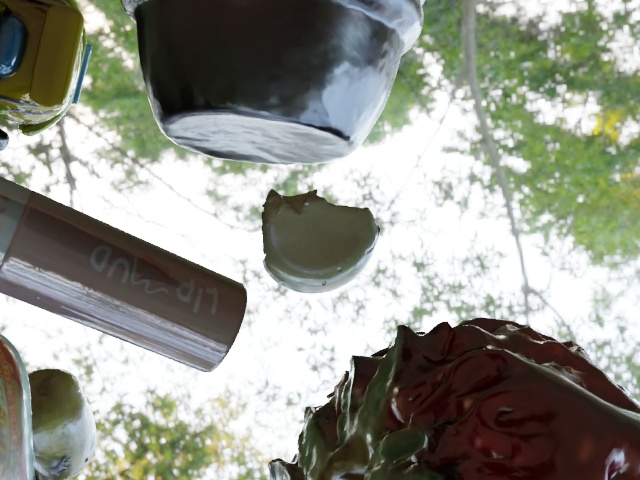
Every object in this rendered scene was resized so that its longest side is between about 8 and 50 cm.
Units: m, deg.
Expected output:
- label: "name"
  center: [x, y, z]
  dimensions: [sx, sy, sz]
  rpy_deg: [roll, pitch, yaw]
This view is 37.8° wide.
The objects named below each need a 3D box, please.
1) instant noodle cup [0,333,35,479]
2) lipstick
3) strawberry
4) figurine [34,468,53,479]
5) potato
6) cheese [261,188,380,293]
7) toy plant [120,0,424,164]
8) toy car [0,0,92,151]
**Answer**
- label: "instant noodle cup"
  center: [-0.361, 0.151, 0.590]
  dimensions: [0.294, 0.293, 0.308]
  rpy_deg: [2, 174, 25]
- label: "lipstick"
  center: [-0.175, 0.011, 0.617]
  dimensions: [0.254, 0.070, 0.070]
  rpy_deg: [25, -159, -21]
- label: "strawberry"
  center: [0.157, 0.214, 0.657]
  dimensions: [0.317, 0.345, 0.295]
  rpy_deg: [-32, -139, 55]
- label: "figurine"
  center: [-0.429, 0.564, 1.593]
  dimensions: [0.225, 0.205, 0.381]
  rpy_deg: [0, -115, -15]
- label: "potato"
  center: [-0.434, 0.293, 1.512]
  dimensions: [0.155, 0.200, 0.137]
  rpy_deg: [26, -126, 24]
- label: "cheese"
  center: [0.000, 0.000, 1.542]
  dimensions: [0.203, 0.175, 0.091]
  rpy_deg: [-2, 175, -10]
- label: "toy plant"
  center: [-0.019, -0.168, 0.517]
  dimensions: [0.175, 0.235, 0.218]
  rpy_deg: [9, 172, -36]
- label: "toy car"
  center: [-0.336, -0.188, 0.860]
  dimensions: [0.248, 0.200, 0.142]
  rpy_deg: [10, -178, -21]
